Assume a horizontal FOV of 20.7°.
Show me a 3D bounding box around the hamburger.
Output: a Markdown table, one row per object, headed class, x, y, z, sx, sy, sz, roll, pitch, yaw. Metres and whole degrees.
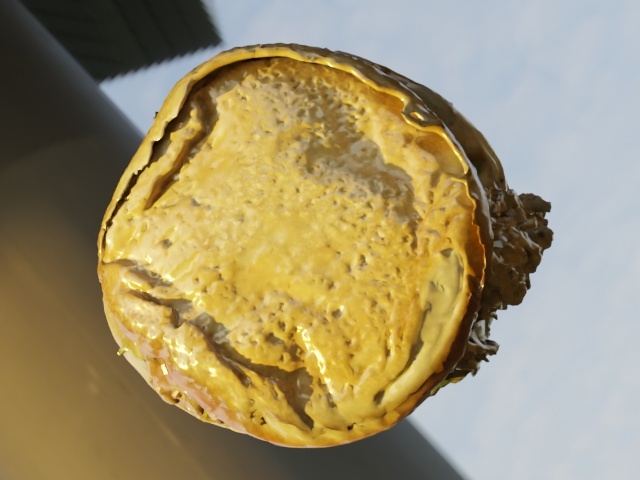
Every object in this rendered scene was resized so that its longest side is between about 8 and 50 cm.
| class | x | y | z | sx | sy | sz | roll | pitch | yaw |
| --- | --- | --- | --- | --- | --- | --- | --- | --- | --- |
| hamburger | 0.000 | 0.000 | 1.069 | 0.286 | 0.243 | 0.146 | -14 | -3 | 4 |
